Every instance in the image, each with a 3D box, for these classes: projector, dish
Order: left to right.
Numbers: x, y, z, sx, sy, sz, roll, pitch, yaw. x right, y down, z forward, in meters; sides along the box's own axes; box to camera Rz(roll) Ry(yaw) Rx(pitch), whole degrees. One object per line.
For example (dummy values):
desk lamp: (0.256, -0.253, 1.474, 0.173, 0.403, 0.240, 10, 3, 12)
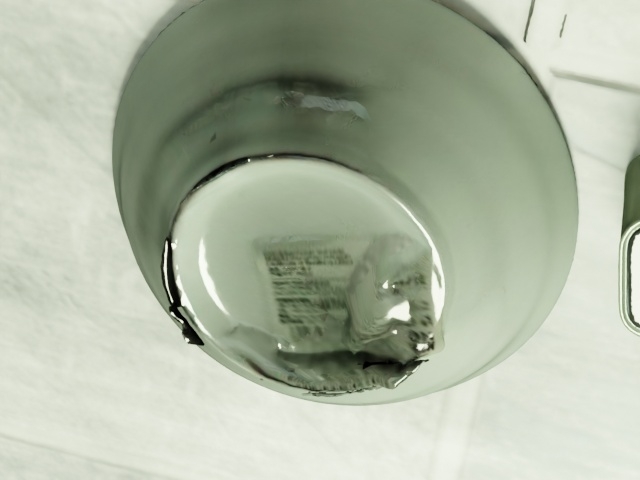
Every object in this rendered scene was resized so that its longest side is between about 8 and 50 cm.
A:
dish: (0.000, 0.000, 0.810, 0.317, 0.106, 0.316, 7, 122, 11)
projector: (0.217, 0.003, 0.764, 0.083, 0.082, 0.083, 2, 122, 15)
